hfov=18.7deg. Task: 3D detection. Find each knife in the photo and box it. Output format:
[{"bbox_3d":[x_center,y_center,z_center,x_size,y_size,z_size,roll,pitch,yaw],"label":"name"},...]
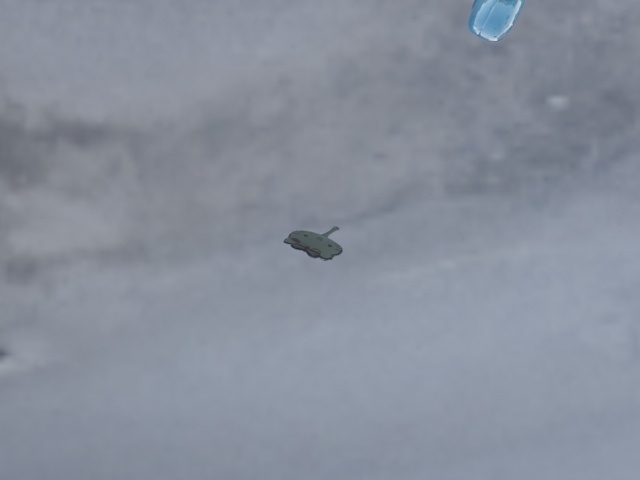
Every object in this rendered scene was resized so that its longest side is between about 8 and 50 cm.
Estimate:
[{"bbox_3d":[0.128,-0.171,1.406,0.032,0.058,0.244,23,-172,1],"label":"knife"}]

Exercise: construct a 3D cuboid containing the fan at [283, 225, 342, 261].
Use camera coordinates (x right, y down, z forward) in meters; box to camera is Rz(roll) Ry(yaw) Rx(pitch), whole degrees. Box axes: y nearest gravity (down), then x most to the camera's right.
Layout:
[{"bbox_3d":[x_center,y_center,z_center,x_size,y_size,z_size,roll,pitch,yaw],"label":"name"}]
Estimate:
[{"bbox_3d":[0.000,0.000,1.899,0.056,0.004,0.083,23,-154,19],"label":"fan"}]
